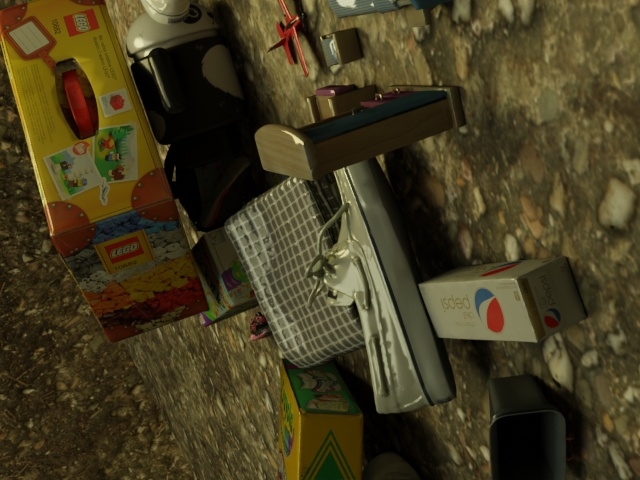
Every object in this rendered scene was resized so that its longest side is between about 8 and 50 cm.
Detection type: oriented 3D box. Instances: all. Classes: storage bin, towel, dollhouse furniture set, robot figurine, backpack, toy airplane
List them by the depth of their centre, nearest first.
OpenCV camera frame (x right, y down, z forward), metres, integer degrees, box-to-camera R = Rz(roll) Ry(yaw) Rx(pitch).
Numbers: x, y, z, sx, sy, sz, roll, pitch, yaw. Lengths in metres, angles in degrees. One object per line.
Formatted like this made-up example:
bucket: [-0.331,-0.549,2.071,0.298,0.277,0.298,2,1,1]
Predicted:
dollhouse furniture set: [-0.008,-0.252,1.067,0.286,0.198,0.303,19,126,62]
storage bin: [0.238,0.223,1.083,0.091,0.098,0.135,-93,-5,-61]
toy airplane: [-0.044,-0.296,1.337,0.151,0.028,0.151,50,151,42]
towel: [-0.010,0.036,1.380,0.235,0.121,0.284,-32,80,55]
robot figurine: [-0.223,-0.268,1.596,0.209,0.173,0.278,-1,109,64]
backpack: [-0.227,-0.124,1.806,0.152,0.115,0.182,44,149,35]

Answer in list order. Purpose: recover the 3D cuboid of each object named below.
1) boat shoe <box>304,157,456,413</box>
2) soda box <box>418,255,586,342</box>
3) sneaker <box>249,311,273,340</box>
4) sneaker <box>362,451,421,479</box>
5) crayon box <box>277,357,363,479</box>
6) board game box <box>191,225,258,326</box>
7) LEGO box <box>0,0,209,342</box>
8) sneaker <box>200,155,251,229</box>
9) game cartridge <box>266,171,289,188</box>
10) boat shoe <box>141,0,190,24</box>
boat shoe: [0.047,0.049,1.204,0.136,0.156,0.367,-7,-101,-78]
soda box: [0.197,0.067,1.049,0.216,0.069,0.074,-12,99,67]
sneaker: [-0.123,0.176,1.938,0.119,0.047,0.057,154,105,-67]
sneaker: [0.082,0.464,1.591,0.150,0.135,0.366,44,147,41]
crayon box: [-0.011,0.382,1.519,0.363,0.106,0.313,-144,54,-81]
board game box: [-0.160,0.058,1.773,0.144,0.142,0.275,66,158,6]
LEGO box: [-0.381,-0.132,1.647,0.372,0.193,0.500,85,164,-58]
sneaker: [-0.163,-0.084,1.734,0.158,0.065,0.061,-56,28,18]
game cartridge: [-0.071,-0.107,1.590,0.056,0.017,0.083,68,158,12]
boat shoe: [-0.288,-0.465,1.505,0.258,0.095,0.084,49,154,17]
